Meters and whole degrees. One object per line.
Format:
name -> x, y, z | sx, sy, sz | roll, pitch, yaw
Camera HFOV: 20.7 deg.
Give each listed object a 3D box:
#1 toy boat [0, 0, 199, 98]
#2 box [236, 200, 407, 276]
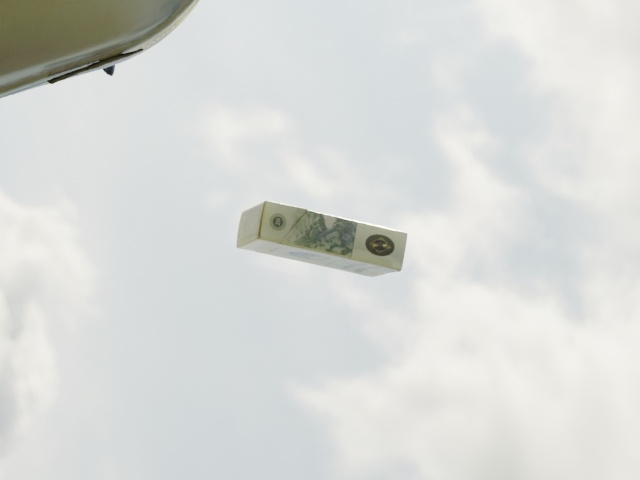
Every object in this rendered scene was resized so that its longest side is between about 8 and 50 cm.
toy boat -> -0.188, -0.134, 0.975 | 0.141, 0.270, 0.140 | 164, -90, -78
box -> 0.000, 0.000, 0.967 | 0.054, 0.083, 0.024 | 167, -66, -74
